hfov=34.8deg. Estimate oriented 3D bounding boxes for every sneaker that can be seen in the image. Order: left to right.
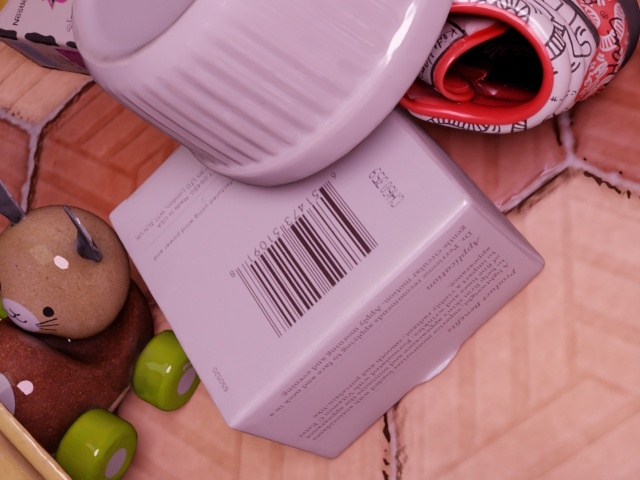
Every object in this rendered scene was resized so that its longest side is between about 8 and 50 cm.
[{"bbox_3d":[0.044,-0.151,0.594,0.270,0.145,0.090,29,126,18],"label":"sneaker"}]

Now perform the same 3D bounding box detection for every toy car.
[{"bbox_3d":[-0.171,0.037,0.633,0.155,0.188,0.149,25,50,19],"label":"toy car"}]

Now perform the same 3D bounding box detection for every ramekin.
[{"bbox_3d":[-0.039,-0.142,0.530,0.207,0.109,0.207,-25,53,39],"label":"ramekin"}]

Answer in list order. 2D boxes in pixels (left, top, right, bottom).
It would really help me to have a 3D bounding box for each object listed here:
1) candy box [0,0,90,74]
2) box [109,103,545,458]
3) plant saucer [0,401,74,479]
[{"bbox_3d":[-0.144,-0.211,0.813,0.233,0.071,0.159,13,80,34],"label":"candy box"},{"bbox_3d":[0.000,0.000,0.616,0.181,0.119,0.182,-44,54,10],"label":"box"},{"bbox_3d":[-0.187,0.292,0.583,0.333,0.081,0.333,45,98,8],"label":"plant saucer"}]
